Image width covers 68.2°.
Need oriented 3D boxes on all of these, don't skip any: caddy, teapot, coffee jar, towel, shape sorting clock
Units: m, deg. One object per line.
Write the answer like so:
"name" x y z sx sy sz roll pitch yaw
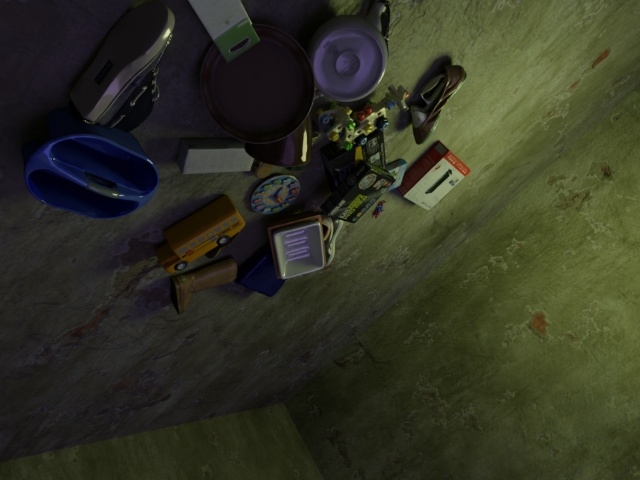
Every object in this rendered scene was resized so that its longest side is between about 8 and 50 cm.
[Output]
"caddy" -0.595 -0.181 1.241 0.241 0.179 0.341 -44 150 14
"teapot" 0.071 -0.545 1.400 0.256 0.187 0.252 -5 128 0
"coffee jar" -0.073 -0.336 1.656 0.096 0.079 0.184 -11 145 -33
"towel" -0.249 0.144 2.213 0.227 0.076 0.308 -46 150 5
"shape sorting clock" -0.173 -0.175 1.834 0.206 0.040 0.206 -26 150 -16

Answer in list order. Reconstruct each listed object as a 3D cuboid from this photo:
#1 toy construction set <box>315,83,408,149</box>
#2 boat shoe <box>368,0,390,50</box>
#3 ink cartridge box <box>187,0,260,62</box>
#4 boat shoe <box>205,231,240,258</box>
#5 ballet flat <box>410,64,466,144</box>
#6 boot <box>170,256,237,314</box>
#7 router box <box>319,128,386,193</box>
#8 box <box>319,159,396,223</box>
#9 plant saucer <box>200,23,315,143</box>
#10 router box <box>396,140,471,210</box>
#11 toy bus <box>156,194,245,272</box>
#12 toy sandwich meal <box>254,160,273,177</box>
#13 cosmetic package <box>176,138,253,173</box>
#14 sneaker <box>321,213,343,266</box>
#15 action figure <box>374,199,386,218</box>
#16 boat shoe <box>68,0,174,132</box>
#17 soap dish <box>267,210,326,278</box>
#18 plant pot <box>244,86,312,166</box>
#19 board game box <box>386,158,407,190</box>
"toy construction set" 0.154 -0.444 1.679 0.328 0.151 0.215 -24 151 2
"boat shoe" 0.189 -0.638 1.479 0.084 0.079 0.233 -23 148 -18
"ink cartridge box" -0.244 -0.556 1.162 0.109 0.062 0.209 -35 151 1
"boat shoe" -0.384 -0.001 1.866 0.178 0.064 0.060 -40 -179 13
"ballet flat" 0.434 -0.540 1.866 0.124 0.116 0.342 11 130 -27
"boot" -0.493 0.197 2.013 0.270 0.089 0.236 -19 148 -29
"router box" 0.142 -0.310 1.916 0.243 0.081 0.308 -31 151 -7
"box" 0.157 -0.194 1.959 0.270 0.060 0.216 -46 150 22
"plant saucer" -0.171 -0.426 1.303 0.311 0.050 0.310 -4 110 -10
"router box" 0.564 -0.311 2.355 0.301 0.082 0.335 -46 150 19
"toy bus" -0.442 -0.022 1.712 0.333 0.108 0.130 -32 151 -5
"toy sandwich meal" -0.205 -0.259 1.689 0.086 0.029 0.085 -28 155 -14
"cosmetic package" -0.328 -0.271 1.506 0.239 0.060 0.098 -9 140 -38
"sneaker" 0.000 0.000 2.196 0.128 0.126 0.321 -17 136 -37
"action figure" 0.296 -0.151 2.375 0.038 0.030 0.115 -22 151 -31
"boat shoe" -0.444 -0.407 1.146 0.340 0.127 0.158 -40 164 14
"soap dish" -0.102 0.015 2.025 0.229 0.118 0.290 -15 131 -11
"plant pot" -0.114 -0.378 1.452 0.215 0.215 0.230 -13 131 -34
"board game box" 0.288 -0.274 2.163 0.212 0.039 0.160 -26 152 -20
